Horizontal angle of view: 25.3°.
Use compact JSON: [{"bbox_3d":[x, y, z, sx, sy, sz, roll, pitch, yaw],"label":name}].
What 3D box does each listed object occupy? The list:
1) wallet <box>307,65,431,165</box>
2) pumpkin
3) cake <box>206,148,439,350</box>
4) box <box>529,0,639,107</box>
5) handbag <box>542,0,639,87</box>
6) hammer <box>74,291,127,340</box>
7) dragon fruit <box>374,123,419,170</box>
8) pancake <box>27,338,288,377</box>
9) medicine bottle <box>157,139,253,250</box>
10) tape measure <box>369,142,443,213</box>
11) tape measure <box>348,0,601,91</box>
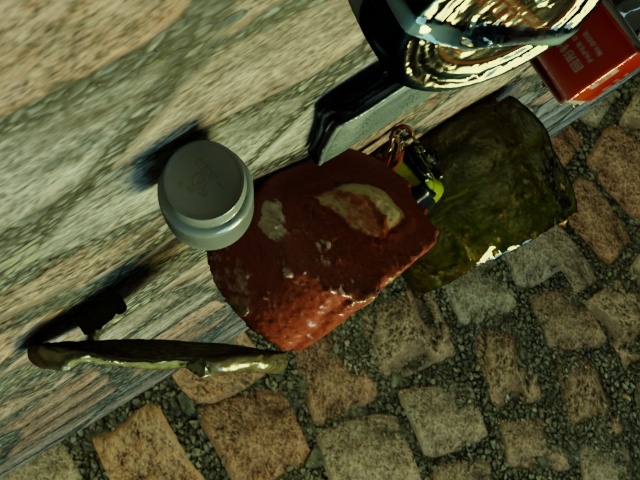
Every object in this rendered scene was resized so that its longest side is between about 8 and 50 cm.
[{"bbox_3d":[0.065,-0.144,1.450,0.167,0.036,0.222,-33,175,-9],"label":"wallet"},{"bbox_3d":[0.232,-0.065,2.175,0.303,0.225,0.256,-31,176,-32],"label":"pumpkin"},{"bbox_3d":[0.000,0.000,1.634,0.151,0.177,0.283,-38,179,39],"label":"cake"},{"bbox_3d":[0.260,-0.214,1.471,0.099,0.133,0.182,-34,176,17],"label":"box"},{"bbox_3d":[0.377,-0.287,1.795,0.211,0.089,0.254,-39,174,-5],"label":"handbag"},{"bbox_3d":[-0.277,0.109,1.760,0.058,0.029,0.292,-31,176,-16],"label":"hammer"},{"bbox_3d":[0.055,-0.069,1.828,0.190,0.094,0.094,-39,174,8],"label":"dragon fruit"},{"bbox_3d":[-0.182,0.133,1.618,0.288,0.033,0.286,2,180,-30],"label":"pancake"},{"bbox_3d":[-0.095,-0.039,1.185,0.080,0.080,0.130,-33,174,-7],"label":"medicine bottle"},{"bbox_3d":[0.090,-0.055,1.994,0.199,0.112,0.186,-32,173,13],"label":"tape measure"},{"bbox_3d":[0.103,-0.179,0.911,0.181,0.107,0.182,-32,159,18],"label":"tape measure"}]
